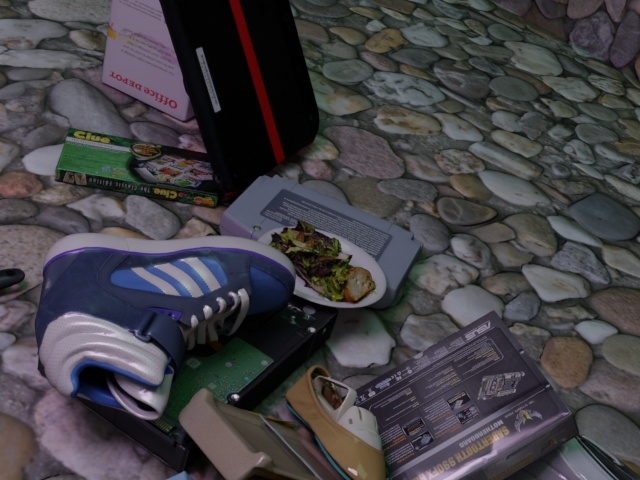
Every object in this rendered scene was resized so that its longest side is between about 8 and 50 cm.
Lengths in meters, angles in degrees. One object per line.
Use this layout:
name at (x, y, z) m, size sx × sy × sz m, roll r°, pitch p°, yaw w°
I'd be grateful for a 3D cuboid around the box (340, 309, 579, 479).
box at (0.164, 0.213, 1.114) m, size 0.231 × 0.056 × 0.183 m, roll -30°, pitch 46°, yaw -1°

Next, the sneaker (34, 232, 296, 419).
sneaker at (-0.165, 0.113, 1.067) m, size 0.323 × 0.130 × 0.236 m, roll 6°, pitch 45°, yaw -24°

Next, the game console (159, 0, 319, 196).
game console at (-0.134, -0.305, 1.568) m, size 0.060 × 0.386 × 0.342 m, roll -5°, pitch 21°, yaw 32°

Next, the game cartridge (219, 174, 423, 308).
game cartridge at (0.000, 0.000, 1.457) m, size 0.297 × 0.062 × 0.198 m, roll 24°, pitch 39°, yaw 10°

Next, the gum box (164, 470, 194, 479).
gum box at (-0.176, 0.327, 0.851) m, size 0.157 × 0.041 × 0.184 m, roll -25°, pitch 40°, yaw 6°

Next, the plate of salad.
plate of salad at (0.004, 0.028, 1.320) m, size 0.200 × 0.048 × 0.200 m, roll 14°, pitch 30°, yaw -8°

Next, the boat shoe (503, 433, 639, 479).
boat shoe at (0.307, 0.298, 1.132) m, size 0.119 × 0.121 × 0.335 m, roll 11°, pitch 26°, yaw -51°

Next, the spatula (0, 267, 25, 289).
spatula at (-0.516, 0.075, 1.146) m, size 0.296 × 0.030 × 0.084 m, roll -13°, pitch 42°, yaw -36°

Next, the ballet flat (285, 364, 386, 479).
ballet flat at (0.023, 0.212, 1.076) m, size 0.080 × 0.073 × 0.232 m, roll 34°, pitch 1°, yaw -31°

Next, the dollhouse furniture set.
dollhouse furniture set at (-0.041, 0.309, 0.965) m, size 0.197 × 0.151 × 0.301 m, roll 32°, pitch 2°, yaw -41°

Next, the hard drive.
hard drive at (-0.160, 0.129, 1.194) m, size 0.237 × 0.064 × 0.339 m, roll 29°, pitch 35°, yaw 18°

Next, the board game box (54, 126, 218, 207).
board game box at (-0.297, -0.121, 1.522) m, size 0.260 × 0.030 × 0.136 m, roll 10°, pitch 37°, yaw -10°

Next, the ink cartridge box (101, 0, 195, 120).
ink cartridge box at (-0.262, -0.403, 1.720) m, size 0.198 × 0.270 × 0.197 m, roll 27°, pitch 34°, yaw 14°
